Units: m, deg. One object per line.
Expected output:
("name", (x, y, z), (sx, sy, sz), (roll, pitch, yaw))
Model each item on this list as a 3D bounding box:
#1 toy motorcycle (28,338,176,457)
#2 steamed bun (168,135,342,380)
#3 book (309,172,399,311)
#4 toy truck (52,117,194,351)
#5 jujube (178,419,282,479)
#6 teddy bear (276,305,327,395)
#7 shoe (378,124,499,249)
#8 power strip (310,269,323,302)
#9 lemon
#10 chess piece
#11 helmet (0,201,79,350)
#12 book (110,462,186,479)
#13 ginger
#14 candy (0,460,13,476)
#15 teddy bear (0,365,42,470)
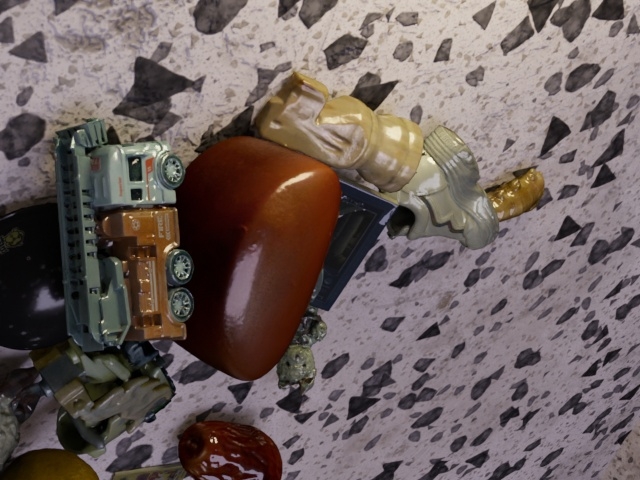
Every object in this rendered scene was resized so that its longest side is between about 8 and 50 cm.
("toy motorcycle", (-0.374, 0.251, 1.812), (0.237, 0.169, 0.410), (-34, 154, -22))
("steamed bun", (-0.136, 0.023, 1.656), (0.248, 0.235, 0.379), (9, 105, -56))
("book", (0.000, 0.000, 1.925), (0.191, 0.025, 0.269), (23, 115, -22))
("toy truck", (-0.299, -0.014, 1.504), (0.184, 0.133, 0.338), (-5, 90, -55))
("jujube", (-0.196, 0.480, 2.219), (0.190, 0.190, 0.255), (-44, 137, 7))
("teddy bear", (-0.053, 0.194, 2.078), (0.133, 0.111, 0.213), (1, 101, -1))
("shoe", (0.222, -0.065, 2.037), (0.210, 0.132, 0.342), (-34, 140, 0))
("power strip", (-0.091, 0.041, 1.892), (0.216, 0.044, 0.137), (13, 119, -20))
("lemon", (-0.469, 0.457, 1.778), (0.188, 0.256, 0.188), (-5, 102, -23))
("chess piece", (0.031, -0.185, 1.760), (0.300, 0.137, 0.137), (16, 118, -36))
("helmet", (-0.441, 0.081, 1.585), (0.279, 0.160, 0.230), (-39, 146, -2))
("book", (-0.395, 0.556, 2.257), (0.192, 0.013, 0.168), (1, 129, -41))
("ginger", (0.419, -0.093, 2.208), (0.205, 0.081, 0.115), (-18, 171, -39))
("candy", (-0.645, 0.600, 1.976), (0.208, 0.145, 0.359), (-18, 138, -26))
("teddy bear", (-0.686, 0.352, 1.695), (0.375, 0.362, 0.327), (7, 142, 0))
